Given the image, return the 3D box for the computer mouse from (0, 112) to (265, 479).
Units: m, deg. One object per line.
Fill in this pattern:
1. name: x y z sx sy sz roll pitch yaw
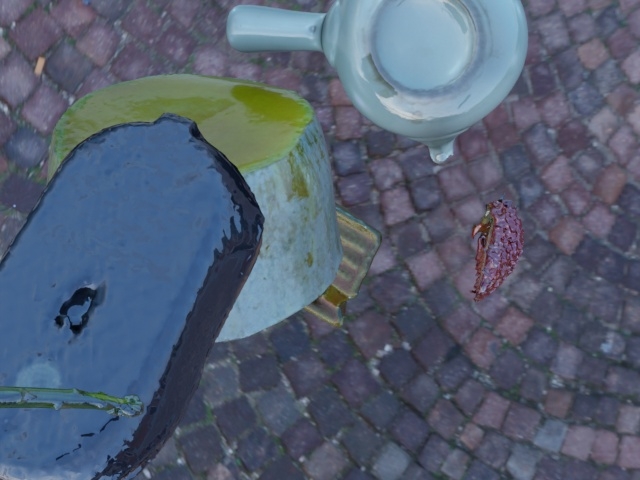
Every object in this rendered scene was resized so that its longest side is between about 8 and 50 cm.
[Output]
1. computer mouse: -0.166 0.054 0.735 0.183 0.116 0.323 23 70 8

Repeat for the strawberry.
1. strawberry: 0.321 0.033 1.717 0.087 0.167 0.208 12 62 0

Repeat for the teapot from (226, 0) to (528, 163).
1. teapot: 0.064 -0.237 1.024 0.318 0.149 0.220 30 106 3

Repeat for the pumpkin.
1. pumpkin: -0.148 -0.055 1.024 0.332 0.332 0.199 -17 120 -17

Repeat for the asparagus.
1. asparagus: -0.162 0.096 0.569 0.127 0.015 0.018 11 97 -39

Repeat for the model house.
1. model house: -0.011 -0.001 1.770 0.268 0.239 0.173 31 61 -3
